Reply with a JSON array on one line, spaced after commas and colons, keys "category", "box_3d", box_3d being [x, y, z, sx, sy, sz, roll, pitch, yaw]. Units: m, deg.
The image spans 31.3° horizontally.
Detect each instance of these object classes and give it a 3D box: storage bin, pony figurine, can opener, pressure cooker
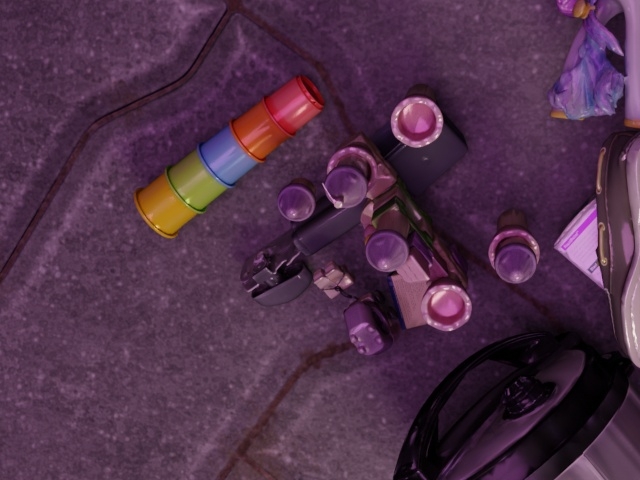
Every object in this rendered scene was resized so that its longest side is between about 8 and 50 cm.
[{"category": "storage bin", "box_3d": [0.138, -0.133, 1.619, 0.135, 0.098, 0.091, -42, 115, 19]}, {"category": "pony figurine", "box_3d": [0.394, -0.326, 1.432, 0.351, 0.303, 0.363, 4, 100, -17]}, {"category": "can opener", "box_3d": [0.000, 0.000, 1.702, 0.283, 0.076, 0.095, -33, 122, 19]}, {"category": "pressure cooker", "box_3d": [0.307, 0.335, 1.507, 0.375, 0.370, 0.420, -39, 91, 16]}]

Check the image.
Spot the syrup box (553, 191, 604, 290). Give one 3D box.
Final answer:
[{"category": "syrup box", "box_3d": [0.438, 0.041, 1.554, 0.237, 0.093, 0.096, 42, 108, 5]}]

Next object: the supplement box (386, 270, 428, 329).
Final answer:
[{"category": "supplement box", "box_3d": [0.152, 0.077, 1.666, 0.083, 0.056, 0.083, -15, 96, 19]}]

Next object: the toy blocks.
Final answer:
[{"category": "toy blocks", "box_3d": [0.091, 0.006, 1.476, 0.309, 0.260, 0.288, -34, 104, 19]}]

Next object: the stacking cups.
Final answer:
[{"category": "stacking cups", "box_3d": [-0.136, -0.130, 1.690, 0.316, 0.096, 0.096, -37, 89, 20]}]

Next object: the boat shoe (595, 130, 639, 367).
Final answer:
[{"category": "boat shoe", "box_3d": [0.405, 0.010, 1.461, 0.109, 0.091, 0.304, -10, 104, -26]}]
